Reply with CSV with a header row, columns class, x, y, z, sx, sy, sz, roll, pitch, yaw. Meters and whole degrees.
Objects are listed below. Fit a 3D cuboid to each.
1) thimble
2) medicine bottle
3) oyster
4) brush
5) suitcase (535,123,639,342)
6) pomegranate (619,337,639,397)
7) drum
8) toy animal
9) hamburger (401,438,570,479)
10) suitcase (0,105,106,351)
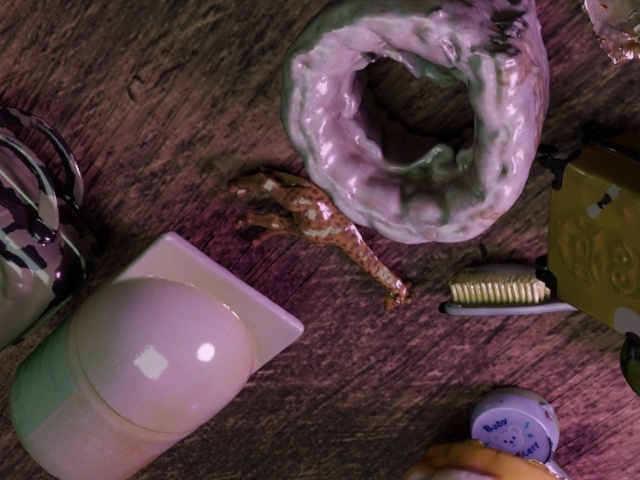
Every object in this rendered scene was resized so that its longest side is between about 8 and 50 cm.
class,x,y,z,sx,sy,sz,roll,pitch,yaw
thimble,0.112,-0.159,1.269,0.292,0.195,0.291,9,123,14
medicine bottle,-0.225,0.151,1.590,0.236,0.235,0.406,45,128,-7
oyster,0.307,-0.267,1.199,0.105,0.056,0.177,-29,106,28
brush,0.272,0.056,1.403,0.297,0.068,0.060,-1,107,33
suitcase,0.351,-0.006,1.264,0.235,0.143,0.193,32,137,43
pomegranate,0.411,0.121,1.371,0.122,0.122,0.161,3,92,23
drum,0.285,0.305,1.575,0.130,0.049,0.253,-16,112,31
toy animal,0.002,-0.007,1.505,0.276,0.054,0.149,22,129,9
hamburger,0.207,0.406,1.511,0.276,0.236,0.276,24,154,13
suitcase,-0.472,-0.038,1.611,0.351,0.194,0.339,47,125,-9
